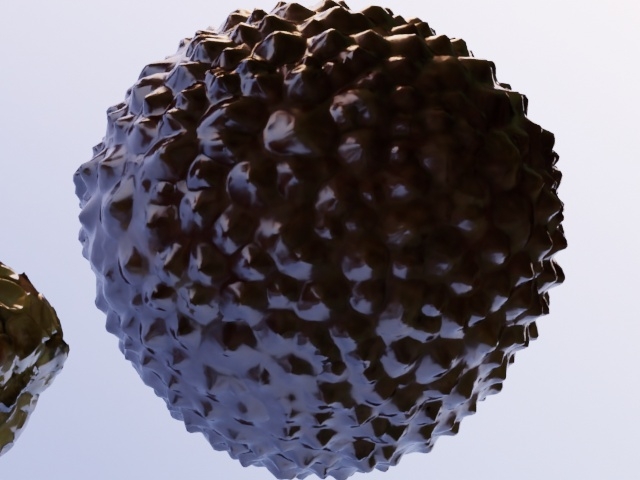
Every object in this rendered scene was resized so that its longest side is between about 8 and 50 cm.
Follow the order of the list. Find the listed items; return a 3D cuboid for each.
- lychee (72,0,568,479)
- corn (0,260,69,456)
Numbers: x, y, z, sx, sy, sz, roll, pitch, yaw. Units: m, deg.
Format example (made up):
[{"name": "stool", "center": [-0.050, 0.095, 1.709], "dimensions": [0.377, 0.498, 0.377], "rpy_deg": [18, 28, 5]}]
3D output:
[{"name": "lychee", "center": [0.000, 0.000, 0.709], "dimensions": [0.276, 0.304, 0.275], "rpy_deg": [20, -127, -29]}, {"name": "corn", "center": [-0.235, -0.002, 0.522], "dimensions": [0.290, 0.098, 0.098], "rpy_deg": [31, -151, 17]}]
